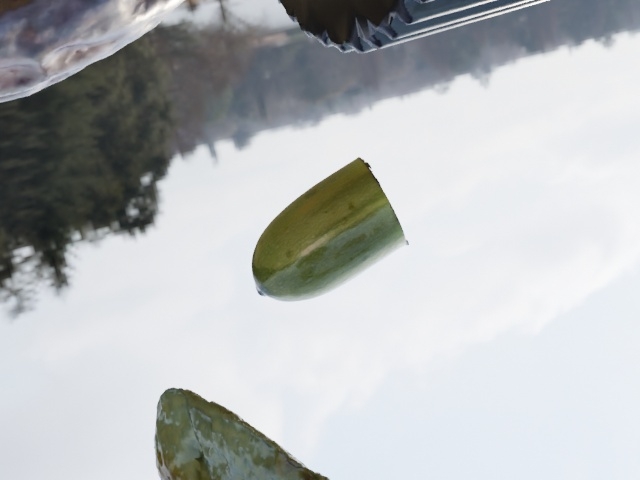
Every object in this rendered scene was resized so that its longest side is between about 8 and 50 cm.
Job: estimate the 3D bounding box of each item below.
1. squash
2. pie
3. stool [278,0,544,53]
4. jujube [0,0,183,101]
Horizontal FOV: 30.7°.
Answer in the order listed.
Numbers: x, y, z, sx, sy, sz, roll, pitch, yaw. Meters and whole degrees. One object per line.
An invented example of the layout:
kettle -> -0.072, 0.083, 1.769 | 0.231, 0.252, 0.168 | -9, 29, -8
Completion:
squash -> 0.000, 0.000, 1.334 | 0.187, 0.123, 0.123 | -33, -171, 2
pie -> -0.015, 0.219, 0.899 | 0.274, 0.257, 0.105 | 28, -118, 23
stool -> 0.137, -0.305, 0.820 | 0.330, 0.297, 0.297 | -16, -170, -26
jujube -> -0.172, -0.197, 0.620 | 0.308, 0.215, 0.246 | -22, -131, -19
